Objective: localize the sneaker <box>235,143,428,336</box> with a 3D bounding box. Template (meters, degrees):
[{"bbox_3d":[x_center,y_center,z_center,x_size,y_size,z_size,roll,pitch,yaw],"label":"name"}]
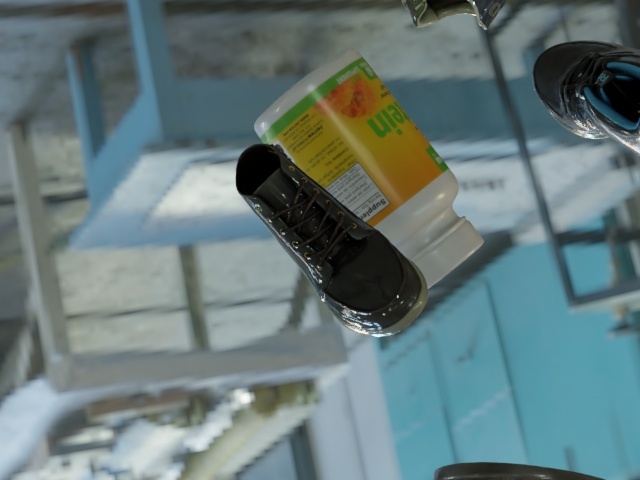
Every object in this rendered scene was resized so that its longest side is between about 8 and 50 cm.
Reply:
[{"bbox_3d":[0.000,0.000,1.571,0.083,0.222,0.118,-48,130,-3],"label":"sneaker"}]

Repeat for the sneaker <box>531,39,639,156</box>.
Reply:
[{"bbox_3d":[0.347,-0.178,2.071,0.139,0.125,0.341,34,180,-36],"label":"sneaker"}]

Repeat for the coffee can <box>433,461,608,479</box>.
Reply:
[{"bbox_3d":[0.190,0.367,1.694,0.201,0.275,0.201,8,162,3],"label":"coffee can"}]

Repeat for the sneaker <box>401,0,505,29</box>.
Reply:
[{"bbox_3d":[0.094,-0.252,1.734,0.192,0.086,0.064,12,173,26],"label":"sneaker"}]

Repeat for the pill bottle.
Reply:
[{"bbox_3d":[0.056,-0.064,1.848,0.136,0.246,0.136,-38,180,0],"label":"pill bottle"}]
